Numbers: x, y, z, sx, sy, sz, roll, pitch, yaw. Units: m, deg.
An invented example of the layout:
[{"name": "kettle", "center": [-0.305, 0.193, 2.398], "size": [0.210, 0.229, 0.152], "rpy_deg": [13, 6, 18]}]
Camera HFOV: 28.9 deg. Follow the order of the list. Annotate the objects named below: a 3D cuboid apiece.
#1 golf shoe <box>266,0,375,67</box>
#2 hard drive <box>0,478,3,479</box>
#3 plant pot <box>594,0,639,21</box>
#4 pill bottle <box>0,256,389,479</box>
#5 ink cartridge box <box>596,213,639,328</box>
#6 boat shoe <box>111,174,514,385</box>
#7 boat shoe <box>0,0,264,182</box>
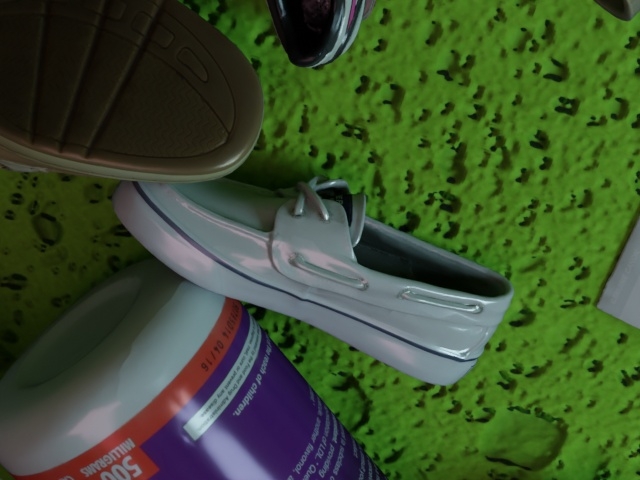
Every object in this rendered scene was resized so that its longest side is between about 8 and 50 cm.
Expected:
[{"name": "golf shoe", "center": [-0.004, -0.184, 0.667], "size": [0.067, 0.086, 0.186], "rpy_deg": [-2, 119, 14]}, {"name": "hard drive", "center": [-0.163, 0.280, 0.869], "size": [0.203, 0.040, 0.307], "rpy_deg": [33, 150, 12]}, {"name": "plant pot", "center": [0.150, -0.279, 0.510], "size": [0.274, 0.256, 0.256], "rpy_deg": [-41, 107, 11]}, {"name": "pill bottle", "center": [-0.058, 0.176, 0.836], "size": [0.181, 0.181, 0.323], "rpy_deg": [-29, 111, 25]}, {"name": "ink cartridge box", "center": [0.283, 0.020, 0.771], "size": [0.179, 0.045, 0.145], "rpy_deg": [28, 124, 16]}, {"name": "boat shoe", "center": [0.000, 0.000, 0.782], "size": [0.258, 0.095, 0.084], "rpy_deg": [24, 119, -16]}, {"name": "boat shoe", "center": [-0.195, -0.102, 0.748], "size": [0.341, 0.122, 0.110], "rpy_deg": [16, 161, 7]}]
